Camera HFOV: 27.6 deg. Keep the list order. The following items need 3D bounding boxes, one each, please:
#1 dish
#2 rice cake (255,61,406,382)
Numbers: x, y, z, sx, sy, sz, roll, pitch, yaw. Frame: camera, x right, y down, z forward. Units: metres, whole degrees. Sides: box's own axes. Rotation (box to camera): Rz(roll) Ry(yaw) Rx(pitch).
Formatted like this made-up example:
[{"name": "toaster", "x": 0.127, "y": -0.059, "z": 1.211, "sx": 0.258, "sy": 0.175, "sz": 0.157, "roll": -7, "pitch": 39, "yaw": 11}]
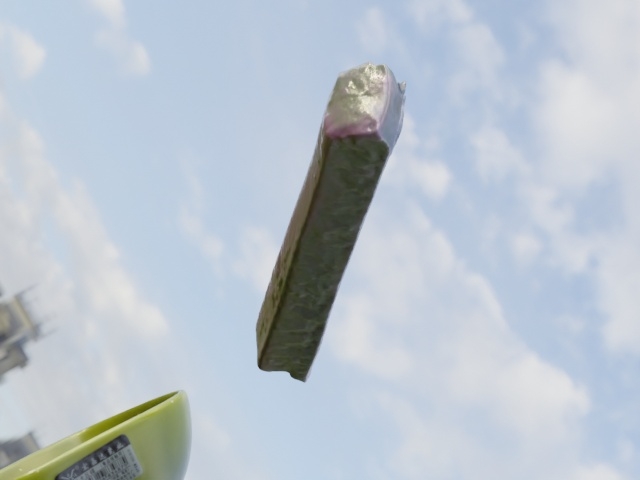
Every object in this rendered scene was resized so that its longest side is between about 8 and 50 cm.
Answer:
[{"name": "dish", "x": -0.226, "y": 0.243, "z": 1.235, "sx": 0.221, "sy": 0.262, "sz": 0.108, "roll": -26, "pitch": -91, "yaw": 54}, {"name": "rice cake", "x": 0.000, "y": 0.000, "z": 1.007, "sx": 0.365, "sy": 0.056, "sz": 0.073, "roll": 110, "pitch": -10, "yaw": -53}]
